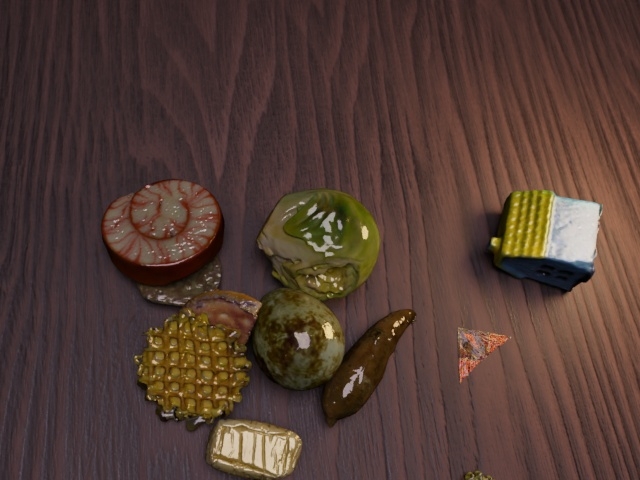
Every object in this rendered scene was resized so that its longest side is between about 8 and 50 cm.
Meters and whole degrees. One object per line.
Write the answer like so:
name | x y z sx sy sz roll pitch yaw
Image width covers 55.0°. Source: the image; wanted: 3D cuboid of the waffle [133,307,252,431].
waffle | -0.328 0.329 1.562 0.329 0.062 0.329 1 103 5

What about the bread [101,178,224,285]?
bread | -0.429 -0.026 1.704 0.328 0.114 0.295 -23 60 -20

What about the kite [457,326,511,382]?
kite | 0.442 0.302 1.794 0.222 0.008 0.125 -36 75 -20

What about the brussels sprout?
brussels sprout | 0.000 0.000 1.702 0.344 0.268 0.344 3 72 -10

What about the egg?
egg | -0.068 0.253 1.611 0.238 0.238 0.289 -30 58 -18

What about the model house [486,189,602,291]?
model house | 0.664 -0.005 1.845 0.303 0.215 0.237 16 68 2

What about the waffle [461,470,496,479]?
waffle | 0.420 0.709 1.612 0.169 0.036 0.183 38 70 4

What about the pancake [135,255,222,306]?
pancake | -0.396 0.093 1.721 0.236 0.042 0.222 -22 66 -21

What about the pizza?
pizza | -0.271 0.205 1.609 0.161 0.306 0.085 67 30 -13

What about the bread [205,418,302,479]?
bread | -0.169 0.528 1.552 0.236 0.106 0.140 12 68 -4

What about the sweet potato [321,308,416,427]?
sweet potato | 0.135 0.322 1.678 0.130 0.130 0.422 37 63 7
